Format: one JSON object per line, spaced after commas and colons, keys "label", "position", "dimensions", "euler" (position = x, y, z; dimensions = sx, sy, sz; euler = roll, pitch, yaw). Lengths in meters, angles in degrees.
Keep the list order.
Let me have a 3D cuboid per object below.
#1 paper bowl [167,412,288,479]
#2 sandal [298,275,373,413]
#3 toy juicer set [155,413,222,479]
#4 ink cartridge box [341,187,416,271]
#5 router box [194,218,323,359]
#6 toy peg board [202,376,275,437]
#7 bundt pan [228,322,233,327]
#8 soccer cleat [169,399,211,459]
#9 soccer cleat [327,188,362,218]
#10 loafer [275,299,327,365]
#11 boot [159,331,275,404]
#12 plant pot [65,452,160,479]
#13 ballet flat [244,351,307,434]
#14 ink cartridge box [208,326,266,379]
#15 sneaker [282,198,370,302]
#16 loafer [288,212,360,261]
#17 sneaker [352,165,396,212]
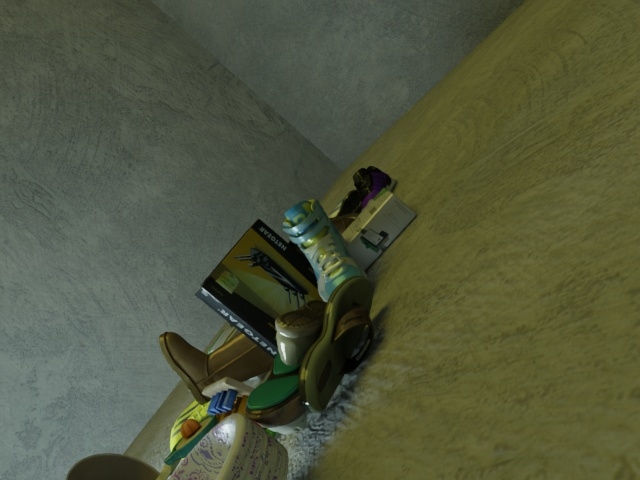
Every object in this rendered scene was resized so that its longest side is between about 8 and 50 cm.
{"label": "paper bowl", "position": [-0.148, 0.408, 0.746], "dimensions": [0.284, 0.148, 0.284], "euler": [-48, 7, 8]}
{"label": "sandal", "position": [0.051, 0.186, 0.946], "dimensions": [0.086, 0.120, 0.302], "euler": [-7, 33, 28]}
{"label": "toy juicer set", "position": [-0.321, 0.493, 1.342], "dimensions": [0.329, 0.089, 0.209], "euler": [-40, 3, -14]}
{"label": "ink cartridge box", "position": [0.144, -0.030, 1.432], "dimensions": [0.219, 0.093, 0.160], "euler": [-49, 9, 9]}
{"label": "router box", "position": [-0.121, 0.134, 1.328], "dimensions": [0.243, 0.309, 0.081], "euler": [-55, 9, -31]}
{"label": "toy peg board", "position": [-0.161, 0.360, 1.078], "dimensions": [0.161, 0.161, 0.079], "euler": [-39, 28, 53]}
{"label": "bundt pan", "position": [-0.196, 0.154, 1.708], "dimensions": [0.331, 0.124, 0.330], "euler": [-33, -37, -29]}
{"label": "soccer cleat", "position": [-0.361, 0.529, 1.595], "dimensions": [0.121, 0.093, 0.289], "euler": [-35, 15, 38]}
{"label": "soccer cleat", "position": [0.068, -0.058, 2.042], "dimensions": [0.331, 0.116, 0.143], "euler": [-47, -8, 0]}
{"label": "loafer", "position": [-0.013, 0.183, 1.044], "dimensions": [0.268, 0.102, 0.092], "euler": [0, -74, -61]}
{"label": "boot", "position": [-0.253, 0.281, 1.383], "dimensions": [0.270, 0.236, 0.089], "euler": [-31, 14, 3]}
{"label": "plant pot", "position": [-0.523, 0.700, 1.227], "dimensions": [0.274, 0.257, 0.256], "euler": [-62, 6, 7]}
{"label": "ballet flat", "position": [-0.056, 0.289, 0.962], "dimensions": [0.108, 0.106, 0.316], "euler": [-13, 4, 10]}
{"label": "ink cartridge box", "position": [-0.238, 0.340, 1.568], "dimensions": [0.093, 0.154, 0.212], "euler": [-56, 10, -26]}
{"label": "sneaker", "position": [-0.001, 0.024, 1.238], "dimensions": [0.127, 0.208, 0.319], "euler": [-35, 38, 4]}
{"label": "loafer", "position": [0.000, 0.000, 1.664], "dimensions": [0.130, 0.133, 0.366], "euler": [-36, 10, -39]}
{"label": "sneaker", "position": [0.166, -0.177, 1.835], "dimensions": [0.102, 0.146, 0.293], "euler": [-45, 9, 33]}
